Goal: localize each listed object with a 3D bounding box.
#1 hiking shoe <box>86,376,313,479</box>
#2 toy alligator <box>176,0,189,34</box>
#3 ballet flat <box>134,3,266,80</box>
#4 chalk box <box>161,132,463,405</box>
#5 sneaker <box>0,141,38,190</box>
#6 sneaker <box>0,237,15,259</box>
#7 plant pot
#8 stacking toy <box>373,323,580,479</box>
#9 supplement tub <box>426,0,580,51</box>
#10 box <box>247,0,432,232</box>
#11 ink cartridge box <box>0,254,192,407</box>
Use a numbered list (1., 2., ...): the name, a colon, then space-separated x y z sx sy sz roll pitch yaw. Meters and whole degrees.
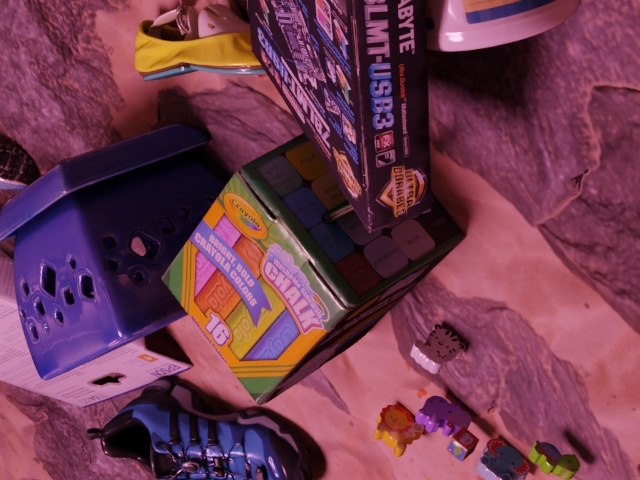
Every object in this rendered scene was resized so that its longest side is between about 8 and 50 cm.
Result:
1. hiking shoe: -0.144 0.271 1.820 0.304 0.132 0.113 12 122 40
2. toy alligator: -0.143 -0.310 1.506 0.051 0.056 0.189 -14 91 7
3. ballet flat: -0.124 -0.211 1.546 0.231 0.077 0.077 5 102 48
4. chalk box: 0.000 0.000 1.457 0.179 0.180 0.289 51 140 10
5. sneaker: -0.453 -0.091 1.970 0.162 0.063 0.073 11 140 16
6. sneaker: -0.436 0.016 1.963 0.235 0.153 0.094 -27 94 52
7. plant pot: -0.223 0.005 1.669 0.236 0.236 0.212 -26 87 52
8. stacking toy: 0.161 0.210 1.521 0.221 0.052 0.167 41 140 20
9. supplement tub: 0.123 -0.266 1.175 0.144 0.144 0.199 6 118 46
10. box: 0.005 -0.207 1.275 0.293 0.073 0.295 83 163 -45
11. ink cartridge box: -0.382 0.121 1.936 0.324 0.330 0.071 -23 52 51
